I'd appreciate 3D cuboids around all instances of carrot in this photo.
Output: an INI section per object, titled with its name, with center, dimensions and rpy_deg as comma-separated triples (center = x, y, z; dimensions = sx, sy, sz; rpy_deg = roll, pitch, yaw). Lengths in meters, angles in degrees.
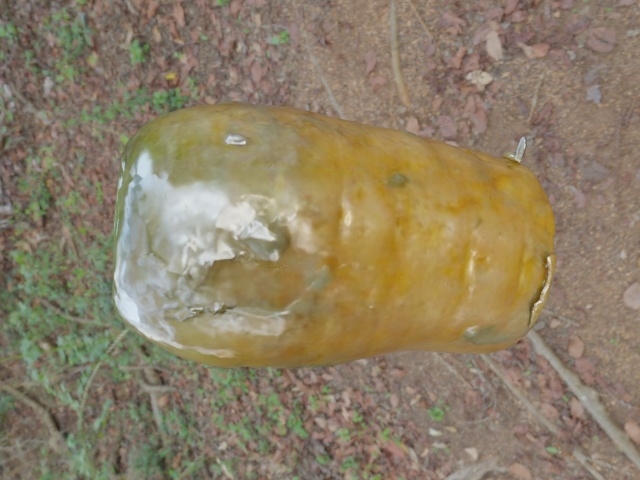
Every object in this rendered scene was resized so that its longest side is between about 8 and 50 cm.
[carrot]
center = 0.000, 0.000, 0.564
dimensions = 0.224, 0.340, 0.224
rpy_deg = -177, 90, -72
